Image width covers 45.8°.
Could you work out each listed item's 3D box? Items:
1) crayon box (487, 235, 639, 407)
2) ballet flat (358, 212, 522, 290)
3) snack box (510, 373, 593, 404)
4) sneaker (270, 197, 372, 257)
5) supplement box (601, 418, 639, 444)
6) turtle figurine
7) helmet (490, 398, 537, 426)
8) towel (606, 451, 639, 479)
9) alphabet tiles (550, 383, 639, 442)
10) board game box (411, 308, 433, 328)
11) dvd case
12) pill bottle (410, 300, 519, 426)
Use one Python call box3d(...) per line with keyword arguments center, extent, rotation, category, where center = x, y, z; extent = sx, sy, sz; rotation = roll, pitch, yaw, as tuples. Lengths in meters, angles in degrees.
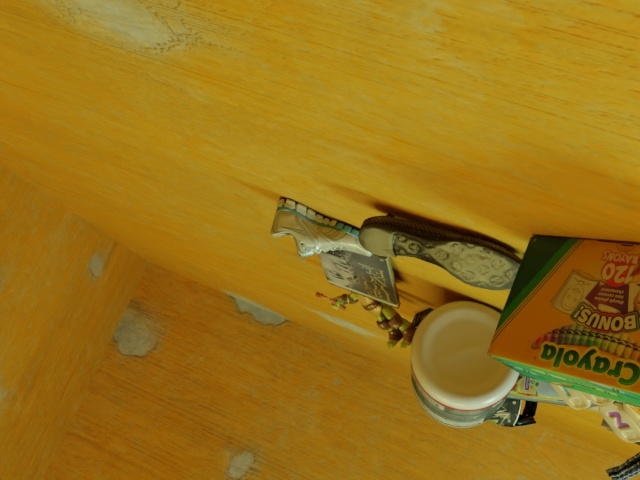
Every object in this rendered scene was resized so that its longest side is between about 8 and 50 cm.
box3d(center=(0.338, 0.092, 0.846), extent=(0.081, 0.165, 0.278), rotation=(31, 166, -32), category="crayon box")
box3d(center=(0.177, 0.009, 1.095), extent=(0.249, 0.058, 0.084), rotation=(14, 131, 19), category="ballet flat")
box3d(center=(0.517, 0.329, 1.703), extent=(0.207, 0.070, 0.174), rotation=(8, 166, 8), category="snack box")
box3d(center=(0.000, 0.000, 1.326), extent=(0.190, 0.083, 0.071), rotation=(22, 167, 3), category="sneaker")
box3d(center=(0.658, 0.340, 1.427), extent=(0.239, 0.130, 0.073), rotation=(27, 169, -18), category="supplement box")
box3d(center=(0.117, 0.144, 1.702), extent=(0.217, 0.087, 0.269), rotation=(50, 145, -12), category="turtle figurine")
box3d(center=(0.508, 0.427, 2.054), extent=(0.161, 0.170, 0.169), rotation=(11, 176, -30), category="helmet")
box3d(center=(0.602, 0.315, 1.221), extent=(0.336, 0.243, 0.040), rotation=(71, 176, -65), category="towel")
box3d(center=(0.397, 0.164, 1.064), extent=(0.278, 0.021, 0.284), rotation=(51, 156, 4), category="alphabet tiles")
box3d(center=(0.346, 0.236, 1.808), extent=(0.243, 0.042, 0.165), rotation=(24, 169, 0), category="board game box")
box3d(center=(0.071, 0.059, 1.506), extent=(0.164, 0.018, 0.221), rotation=(19, 157, 22), category="dvd case")
box3d(center=(0.293, 0.273, 1.576), extent=(0.210, 0.210, 0.363), rotation=(21, 163, 15), category="pill bottle")
